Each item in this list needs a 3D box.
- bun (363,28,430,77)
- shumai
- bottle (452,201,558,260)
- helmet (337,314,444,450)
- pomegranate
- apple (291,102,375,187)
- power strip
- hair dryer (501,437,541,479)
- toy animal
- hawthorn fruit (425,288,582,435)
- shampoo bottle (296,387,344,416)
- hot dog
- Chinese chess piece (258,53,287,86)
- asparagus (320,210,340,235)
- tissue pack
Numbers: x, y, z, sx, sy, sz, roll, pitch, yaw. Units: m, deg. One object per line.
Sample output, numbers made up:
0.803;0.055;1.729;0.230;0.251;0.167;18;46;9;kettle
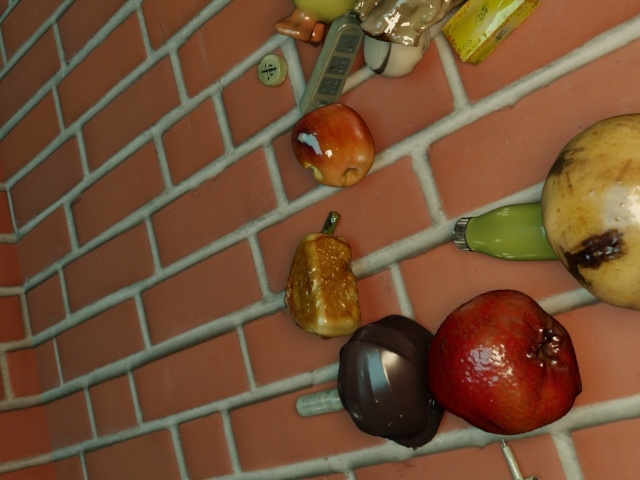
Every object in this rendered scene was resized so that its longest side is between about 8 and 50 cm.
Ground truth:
0.174;-0.435;1.641;0.173;0.120;0.173;-179;90;-74;bun
0.195;-0.519;1.518;0.346;0.217;0.283;19;99;32;shumai
0.380;-0.016;1.467;0.260;0.112;0.112;-2;89;43;bottle
0.138;0.317;1.656;0.225;0.177;0.305;-8;84;40;helmet
0.508;-0.044;1.219;0.322;0.322;0.322;1;92;43;pomegranate
0.033;-0.211;1.746;0.199;0.199;0.199;1;92;43;apple
0.029;-0.396;1.759;0.286;0.080;0.048;-65;36;40;power strip
0.392;0.453;1.523;0.063;0.038;0.124;-38;59;35;hair dryer
0.036;-0.597;1.726;0.191;0.216;0.338;28;108;10;toy animal
0.321;0.234;1.440;0.307;0.265;0.265;-35;67;57;hawthorn fruit
0.026;0.385;1.837;0.195;0.056;0.056;-21;77;41;shampoo bottle
0.003;0.119;1.773;0.153;0.150;0.256;-49;42;51;hot dog
-0.123;-0.439;1.973;0.084;0.034;0.084;1;92;41;Chinese chess piece
0.000;0.000;1.872;0.036;0.030;0.165;36;115;10;asparagus
0.338;-0.448;1.531;0.176;0.062;0.095;-44;63;35;tissue pack
